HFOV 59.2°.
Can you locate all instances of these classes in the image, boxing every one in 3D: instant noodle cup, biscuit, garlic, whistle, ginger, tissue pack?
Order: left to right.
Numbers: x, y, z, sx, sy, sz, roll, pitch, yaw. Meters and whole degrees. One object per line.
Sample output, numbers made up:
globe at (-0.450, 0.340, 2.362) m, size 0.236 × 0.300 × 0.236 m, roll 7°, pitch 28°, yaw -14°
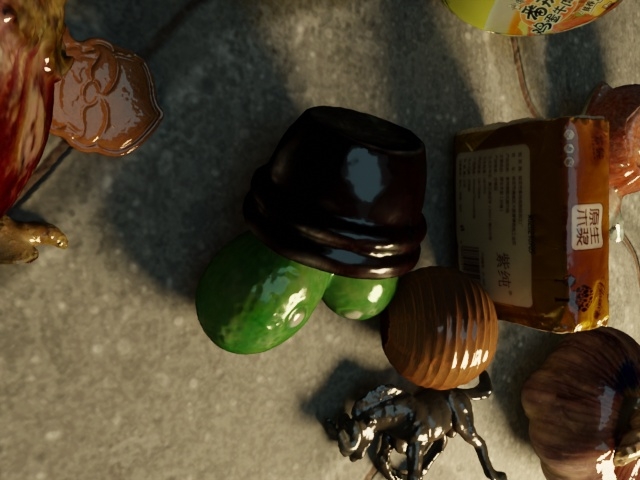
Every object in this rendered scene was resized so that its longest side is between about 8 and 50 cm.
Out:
ginger at (-0.261, 0.000, 0.461) m, size 0.097 × 0.030 × 0.048 m, roll 19°, pitch 57°, yaw -31°
biscuit at (-0.201, -0.129, 0.489) m, size 0.131 × 0.019 × 0.102 m, roll 25°, pitch 83°, yaw -29°
tissue pack at (0.232, -0.021, 0.644) m, size 0.092 × 0.183 × 0.225 m, roll -2°, pitch 94°, yaw -27°
instant noodle cup at (0.244, -0.346, 0.631) m, size 0.205 × 0.205 × 0.152 m, roll 17°, pitch 76°, yaw -29°
whistle at (0.387, -0.081, 0.762) m, size 0.142 × 0.134 × 0.346 m, roll 26°, pitch 89°, yaw -37°
garlic at (0.391, 0.238, 0.765) m, size 0.245 × 0.161 × 0.244 m, roll 4°, pitch 82°, yaw -30°

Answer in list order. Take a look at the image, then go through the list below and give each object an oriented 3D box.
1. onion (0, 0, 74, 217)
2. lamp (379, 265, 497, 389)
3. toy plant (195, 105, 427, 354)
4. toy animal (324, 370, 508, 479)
onion at (-0.355, -0.134, 0.239) m, size 0.421 × 0.398 × 0.397 m, roll 7°, pitch 90°, yaw -7°
lamp at (0.130, 0.096, 0.624) m, size 0.137 × 0.136 × 0.136 m, roll -2°, pitch 95°, yaw -29°
toy plant at (0.000, 0.000, 0.536) m, size 0.218 × 0.175 × 0.235 m, roll 0°, pitch 120°, yaw -35°
toy animal at (0.124, 0.226, 0.660) m, size 0.233 × 0.085 × 0.147 m, roll -9°, pitch 97°, yaw -25°
